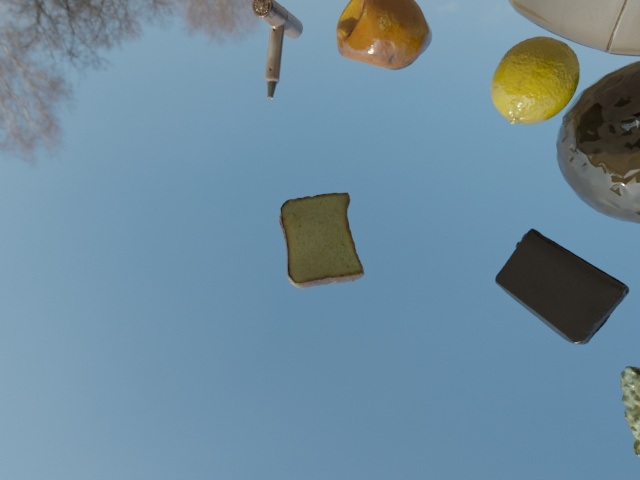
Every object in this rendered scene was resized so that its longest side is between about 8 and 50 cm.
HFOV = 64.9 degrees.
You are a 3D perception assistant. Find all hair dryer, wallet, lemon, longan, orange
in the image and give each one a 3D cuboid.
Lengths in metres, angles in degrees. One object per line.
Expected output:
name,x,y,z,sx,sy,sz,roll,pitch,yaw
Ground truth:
hair dryer,-0.096,-0.446,1.207,0.054,0.220,0.195,1,-172,19
wallet,0.463,0.086,1.001,0.044,0.149,0.250,23,-165,-35
lemon,0.468,-0.345,1.107,0.178,0.178,0.203,26,-93,27
longan,0.772,-0.230,1.184,0.392,0.391,0.391,-2,-135,2
orange,0.167,-0.527,1.254,0.249,0.183,0.249,11,-159,-4

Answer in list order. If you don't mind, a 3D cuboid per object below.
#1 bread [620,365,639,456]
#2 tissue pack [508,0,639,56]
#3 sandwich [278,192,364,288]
bread,0.948,0.396,1.175,0.264,0.395,0.239,15,-121,-7
tissue pack,0.418,-0.400,0.571,0.277,0.267,0.387,30,-116,21
sandwich,0.000,0.000,1.183,0.186,0.065,0.214,-11,-109,-5
